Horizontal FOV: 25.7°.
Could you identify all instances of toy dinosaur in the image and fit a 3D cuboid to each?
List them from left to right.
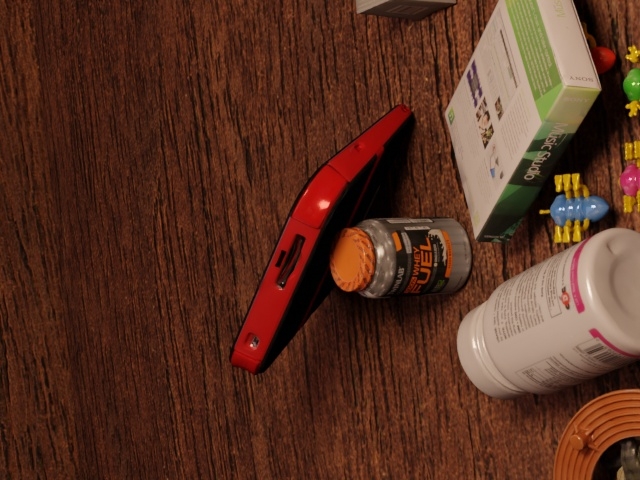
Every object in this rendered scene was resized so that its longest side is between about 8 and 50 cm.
[{"bbox_3d":[0.389,0.273,1.767,0.118,0.064,0.268,49,134,35],"label":"toy dinosaur"}]

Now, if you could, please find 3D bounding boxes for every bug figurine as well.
[{"bbox_3d":[0.365,-0.133,1.764,0.216,0.072,0.279,2,89,50],"label":"bug figurine"}]

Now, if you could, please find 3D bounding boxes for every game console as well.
[{"bbox_3d":[0.000,0.000,2.130,0.060,0.342,0.386,30,125,8],"label":"game console"}]

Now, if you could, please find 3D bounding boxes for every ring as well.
[{"bbox_3d":[0.408,0.344,1.701,0.336,0.032,0.336,20,118,45],"label":"ring"}]

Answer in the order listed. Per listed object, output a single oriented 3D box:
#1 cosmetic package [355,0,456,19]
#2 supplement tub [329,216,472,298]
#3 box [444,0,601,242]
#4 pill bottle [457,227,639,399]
[{"bbox_3d":[0.118,-0.456,2.072,0.107,0.127,0.238,-14,79,57],"label":"cosmetic package"},{"bbox_3d":[0.116,0.025,2.045,0.117,0.190,0.117,7,99,57],"label":"supplement tub"},{"bbox_3d":[0.256,-0.181,1.843,0.322,0.058,0.232,112,155,-52],"label":"box"},{"bbox_3d":[0.308,0.103,1.784,0.283,0.160,0.160,-33,65,52],"label":"pill bottle"}]
